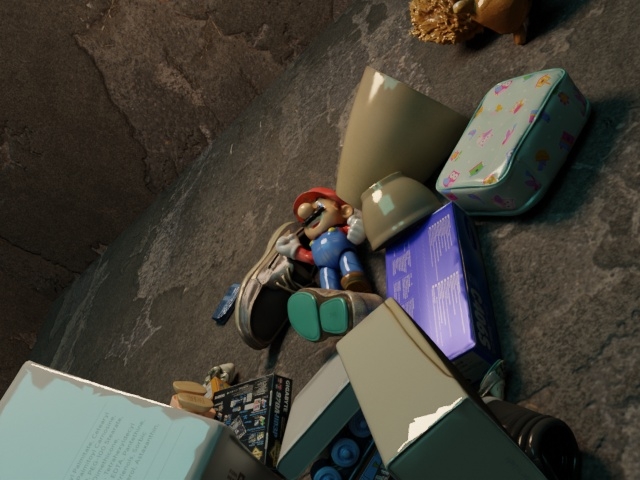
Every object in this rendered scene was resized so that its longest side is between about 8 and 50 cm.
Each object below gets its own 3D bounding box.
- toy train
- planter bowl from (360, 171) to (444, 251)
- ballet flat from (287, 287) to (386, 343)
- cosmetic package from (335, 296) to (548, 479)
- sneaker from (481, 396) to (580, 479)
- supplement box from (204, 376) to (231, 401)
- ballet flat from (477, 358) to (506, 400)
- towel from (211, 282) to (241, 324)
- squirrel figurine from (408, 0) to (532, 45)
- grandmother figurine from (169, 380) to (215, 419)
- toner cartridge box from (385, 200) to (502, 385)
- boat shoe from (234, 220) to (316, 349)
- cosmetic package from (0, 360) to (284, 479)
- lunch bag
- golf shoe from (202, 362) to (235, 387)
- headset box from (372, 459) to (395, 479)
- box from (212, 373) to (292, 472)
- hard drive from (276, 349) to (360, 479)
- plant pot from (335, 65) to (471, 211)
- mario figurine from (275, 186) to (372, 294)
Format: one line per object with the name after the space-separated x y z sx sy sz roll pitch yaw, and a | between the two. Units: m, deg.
0.060 0.330 1.010 0.184 0.105 0.080 -58 2 -8 | toy train
0.146 -0.065 1.306 0.162 0.109 0.162 -30 -8 -5 | planter bowl
0.035 0.138 1.230 0.316 0.106 0.107 177 90 -68 | ballet flat
0.129 0.201 0.805 0.113 0.160 0.309 -42 16 2 | cosmetic package
0.204 0.318 0.786 0.147 0.105 0.295 -17 36 58 | sneaker
-0.276 0.417 1.487 0.233 0.078 0.080 -47 23 8 | supplement box
0.237 0.223 0.952 0.114 0.041 0.041 -52 25 0 | ballet flat
-0.253 0.170 1.835 0.067 0.029 0.119 -1 55 60 | towel
0.398 -0.601 1.595 0.397 0.281 0.370 -42 33 51 | squirrel figurine
-0.311 0.472 1.364 0.208 0.104 0.342 -142 72 -75 | grandmother figurine
0.196 0.099 1.132 0.165 0.075 0.347 -35 30 29 | toner cartridge box
-0.087 0.085 1.556 0.130 0.132 0.355 -22 39 46 | boat shoe
-0.324 0.440 1.063 0.394 0.329 0.327 10 59 23 | cosmetic package
0.344 -0.175 1.215 0.279 0.108 0.224 -57 21 -16 | lunch bag
-0.254 0.357 1.573 0.176 0.069 0.086 -49 -8 20 | golf shoe
0.105 0.354 0.956 0.032 0.062 0.083 -8 48 56 | headset box
-0.146 0.369 1.315 0.220 0.051 0.175 -27 49 43 | box
0.017 0.256 1.120 0.203 0.040 0.307 -49 0 4 | hard drive
0.148 -0.194 1.447 0.274 0.257 0.256 -62 23 14 | plant pot
0.000 0.000 1.433 0.198 0.170 0.320 -12 46 -3 | mario figurine
